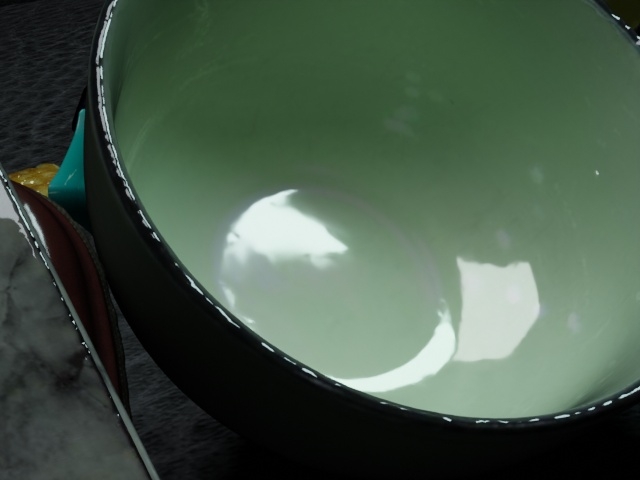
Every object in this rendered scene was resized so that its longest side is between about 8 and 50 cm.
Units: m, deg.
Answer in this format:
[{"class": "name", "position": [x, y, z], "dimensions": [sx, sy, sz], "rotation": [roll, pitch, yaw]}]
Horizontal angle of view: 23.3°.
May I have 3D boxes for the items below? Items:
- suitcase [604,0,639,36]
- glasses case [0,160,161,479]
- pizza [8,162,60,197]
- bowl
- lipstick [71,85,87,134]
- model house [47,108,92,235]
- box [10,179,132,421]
[{"class": "suitcase", "position": [0.239, -0.186, 1.315], "dimensions": [0.235, 0.143, 0.194], "rotation": [-46, 10, 14]}, {"class": "glasses case", "position": [-0.137, 0.082, 0.639], "dimensions": [0.114, 0.299, 0.060], "rotation": [-29, -22, -5]}, {"class": "pizza", "position": [-0.284, -0.039, 1.493], "dimensions": [0.099, 0.035, 0.160], "rotation": [-11, 16, -4]}, {"class": "bowl", "position": [0.026, -0.009, 0.860], "dimensions": [0.354, 0.354, 0.185], "rotation": [-22, -22, -34]}, {"class": "lipstick", "position": [-0.238, -0.171, 1.826], "dimensions": [0.077, 0.077, 0.418], "rotation": [-10, 16, 0]}, {"class": "model house", "position": [-0.146, -0.053, 1.309], "dimensions": [0.100, 0.127, 0.149], "rotation": [4, 19, 38]}, {"class": "box", "position": [-0.290, 0.101, 0.733], "dimensions": [0.404, 0.263, 0.108], "rotation": [-9, -24, -1]}]
